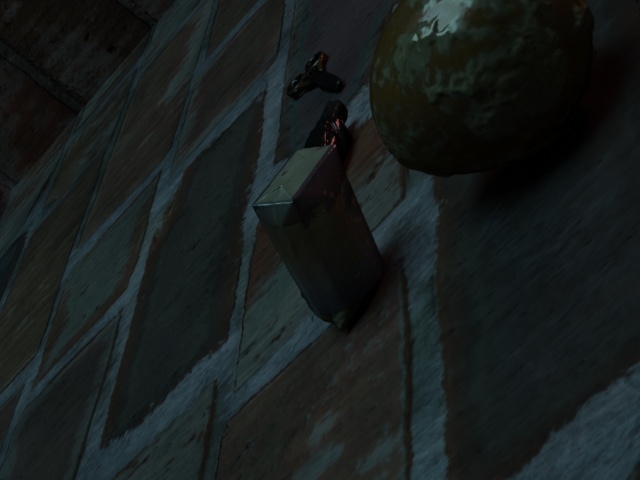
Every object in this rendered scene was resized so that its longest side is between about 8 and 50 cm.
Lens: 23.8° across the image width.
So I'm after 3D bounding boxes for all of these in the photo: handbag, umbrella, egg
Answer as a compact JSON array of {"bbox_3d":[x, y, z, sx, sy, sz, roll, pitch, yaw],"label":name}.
[{"bbox_3d":[0.000,0.000,1.600,0.095,0.173,0.117,-6,32,36],"label":"handbag"},{"bbox_3d":[0.002,-0.101,1.941,0.066,0.059,0.236,-14,35,28],"label":"umbrella"},{"bbox_3d":[0.149,-0.166,1.456,0.245,0.203,0.203,-45,19,28],"label":"egg"}]

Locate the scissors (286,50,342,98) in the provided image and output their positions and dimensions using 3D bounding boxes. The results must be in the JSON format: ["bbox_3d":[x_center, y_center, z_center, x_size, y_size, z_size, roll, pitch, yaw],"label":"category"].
[{"bbox_3d":[0.000,-0.241,2.273,0.088,0.017,0.220,-50,18,-1],"label":"scissors"}]
